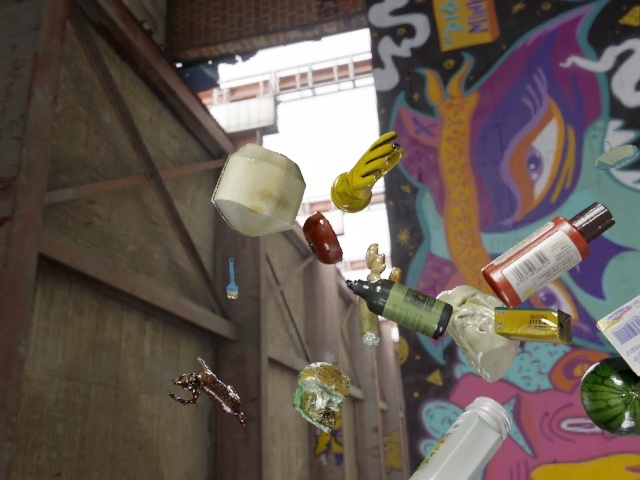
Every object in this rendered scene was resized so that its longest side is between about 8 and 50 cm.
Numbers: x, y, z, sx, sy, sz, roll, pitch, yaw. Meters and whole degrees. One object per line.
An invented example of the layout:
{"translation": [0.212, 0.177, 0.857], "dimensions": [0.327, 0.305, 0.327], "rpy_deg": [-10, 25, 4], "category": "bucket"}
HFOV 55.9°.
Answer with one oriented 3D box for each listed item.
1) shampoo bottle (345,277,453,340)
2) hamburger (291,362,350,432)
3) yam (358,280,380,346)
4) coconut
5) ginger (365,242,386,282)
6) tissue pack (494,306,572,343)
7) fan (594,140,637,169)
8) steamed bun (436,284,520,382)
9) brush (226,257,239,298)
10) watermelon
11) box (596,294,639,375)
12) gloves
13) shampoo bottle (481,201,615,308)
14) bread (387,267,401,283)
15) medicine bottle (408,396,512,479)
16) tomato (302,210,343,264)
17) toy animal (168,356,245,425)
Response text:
{"translation": [0.199, 0.163, 1.581], "dimensions": [0.101, 0.284, 0.101], "rpy_deg": [22, -90, -78], "category": "shampoo bottle"}
{"translation": [-0.002, 0.504, 2.001], "dimensions": [0.167, 0.192, 0.288], "rpy_deg": [-59, -1, 6], "category": "hamburger"}
{"translation": [0.169, 0.248, 2.107], "dimensions": [0.371, 0.083, 0.083], "rpy_deg": [-77, -24, -67], "category": "yam"}
{"translation": [-0.206, -0.158, 2.044], "dimensions": [0.323, 0.323, 0.322], "rpy_deg": [-8, -90, -77], "category": "coconut"}
{"translation": [0.194, 0.093, 2.067], "dimensions": [0.075, 0.089, 0.288], "rpy_deg": [47, -164, -22], "category": "ginger"}
{"translation": [0.551, 0.220, 1.563], "dimensions": [0.120, 0.169, 0.082], "rpy_deg": [22, -109, -47], "category": "tissue pack"}
{"translation": [0.822, -0.246, 1.690], "dimensions": [0.005, 0.113, 0.175], "rpy_deg": [55, -153, -20], "category": "fan"}
{"translation": [0.527, 0.281, 1.967], "dimensions": [0.320, 0.206, 0.275], "rpy_deg": [54, 180, 6], "category": "steamed bun"}
{"translation": [-0.344, 0.148, 2.344], "dimensions": [0.014, 0.051, 0.164], "rpy_deg": [-25, -65, -68], "category": "brush"}
{"translation": [0.905, 0.466, 1.808], "dimensions": [0.242, 0.243, 0.242], "rpy_deg": [-8, -90, -77], "category": "watermelon"}
{"translation": [0.927, 0.228, 1.655], "dimensions": [0.168, 0.265, 0.097], "rpy_deg": [49, -161, 1], "category": "box"}
{"translation": [0.122, -0.163, 1.476], "dimensions": [0.294, 0.116, 0.133], "rpy_deg": [139, 146, -67], "category": "gloves"}
{"translation": [0.477, 0.023, 1.250], "dimensions": [0.104, 0.278, 0.104], "rpy_deg": [53, -175, -7], "category": "shampoo bottle"}
{"translation": [0.276, 0.138, 2.246], "dimensions": [0.083, 0.046, 0.081], "rpy_deg": [88, -156, -59], "category": "bread"}
{"translation": [0.334, 0.524, 1.454], "dimensions": [0.324, 0.124, 0.179], "rpy_deg": [-38, -20, -30], "category": "medicine bottle"}
{"translation": [-0.001, 0.002, 2.244], "dimensions": [0.225, 0.085, 0.225], "rpy_deg": [54, 165, 22], "category": "tomato"}
{"translation": [-0.295, 0.400, 1.628], "dimensions": [0.087, 0.244, 0.260], "rpy_deg": [-57, 18, -4], "category": "toy animal"}
